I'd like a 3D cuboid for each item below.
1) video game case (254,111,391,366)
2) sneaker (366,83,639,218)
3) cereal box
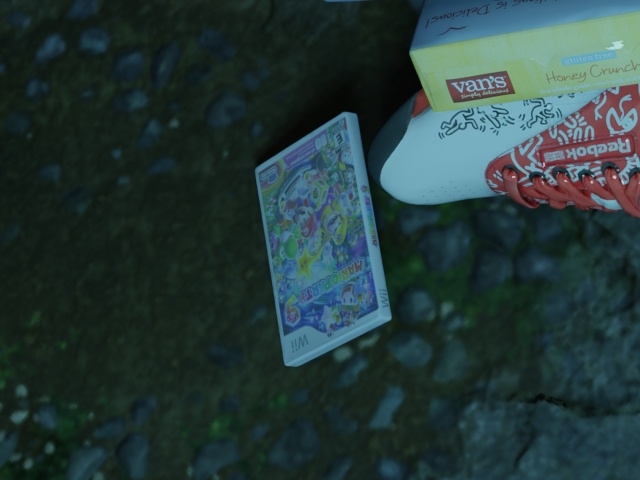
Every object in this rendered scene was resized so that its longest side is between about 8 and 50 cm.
[{"bbox_3d":[0.000,0.000,1.104,0.087,0.011,0.122,-30,63,45],"label":"video game case"},{"bbox_3d":[0.160,-0.041,1.021,0.270,0.090,0.145,-23,65,14],"label":"sneaker"},{"bbox_3d":[0.150,-0.164,1.016,0.173,0.047,0.240,-7,40,22],"label":"cereal box"}]
